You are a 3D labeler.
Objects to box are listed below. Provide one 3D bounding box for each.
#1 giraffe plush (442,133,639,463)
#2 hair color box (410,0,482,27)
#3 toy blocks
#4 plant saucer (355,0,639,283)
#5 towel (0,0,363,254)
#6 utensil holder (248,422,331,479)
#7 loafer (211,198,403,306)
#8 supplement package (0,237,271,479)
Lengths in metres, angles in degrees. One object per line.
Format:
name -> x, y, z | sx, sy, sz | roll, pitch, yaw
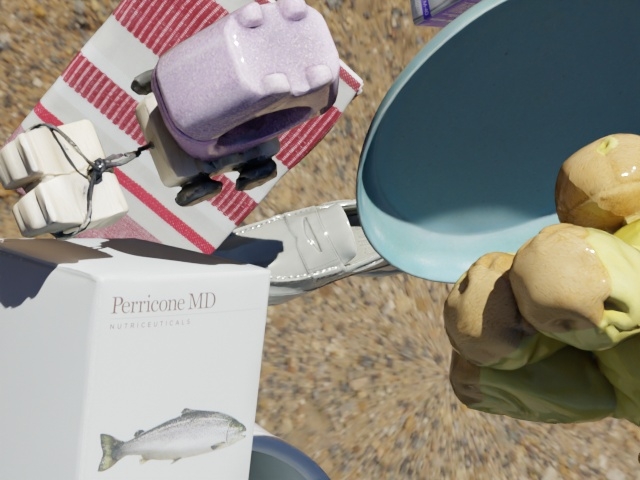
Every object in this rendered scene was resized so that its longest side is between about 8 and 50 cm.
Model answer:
giraffe plush -> 0.179, 0.009, 0.618 | 0.210, 0.181, 0.170 | 24, 62, -17
hair color box -> 0.238, -0.399, 1.421 | 0.110, 0.339, 0.185 | -2, 80, -36
toy blocks -> -0.126, -0.166, 0.387 | 0.288, 0.260, 0.309 | -19, 84, -32
plant saucer -> 0.169, -0.090, 0.920 | 0.317, 0.317, 0.044 | -29, 50, 2
towel -> -0.147, -0.117, 1.184 | 0.237, 0.037, 0.329 | 40, 109, -14
utensil holder -> -0.188, 0.340, 1.443 | 0.327, 0.385, 0.327 | -4, 100, -24
loafer -> 0.000, 0.000, 1.391 | 0.319, 0.111, 0.112 | -12, 61, -29
supplement package -> -0.102, 0.093, 0.544 | 0.105, 0.105, 0.179 | 12, 99, 41
